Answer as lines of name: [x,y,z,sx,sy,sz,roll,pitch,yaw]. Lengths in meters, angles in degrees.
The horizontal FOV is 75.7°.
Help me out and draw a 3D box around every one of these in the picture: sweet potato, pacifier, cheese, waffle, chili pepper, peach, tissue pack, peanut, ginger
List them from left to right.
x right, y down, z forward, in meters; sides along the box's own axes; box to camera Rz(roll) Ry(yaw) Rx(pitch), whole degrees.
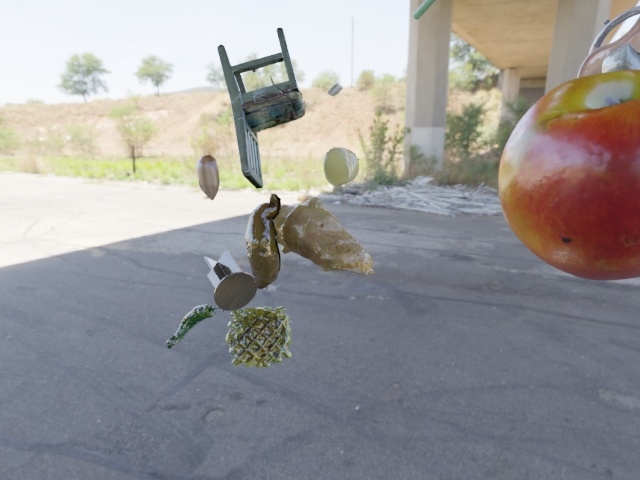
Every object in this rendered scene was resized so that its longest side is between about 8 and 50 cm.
chili pepper: [-0.494,0.313,1.621,0.279,0.065,0.122,-39,31,11]
peanut: [-0.371,-0.208,1.370,0.076,0.152,0.076,-3,12,1]
waffle: [-0.207,0.327,1.394,0.224,0.203,0.054,-2,-14,-13]
sweet potato: [-0.155,0.023,1.126,0.098,0.309,0.124,5,24,0]
ginger: [0.000,0.000,1.142,0.354,0.189,0.126,36,10,19]
tissue pack: [0.062,-0.619,1.695,0.056,0.023,0.108,-39,5,21]
cheese: [0.071,-0.244,1.351,0.094,0.123,0.167,1,11,14]
peach: [0.523,-0.103,0.744,0.389,0.388,0.388,0,15,0]
pacifier: [0.831,-0.456,1.070,0.332,0.220,0.273,-41,16,52]

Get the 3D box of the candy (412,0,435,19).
candy: [0.197,-0.351,0.451,0.084,0.078,0.288,9,-20,-28]

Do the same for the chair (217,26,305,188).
chair: [-0.101,-0.261,0.842,0.147,0.270,0.136,-14,-7,3]

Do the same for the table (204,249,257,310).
table: [-0.368,0.141,1.606,0.167,0.167,0.227,-9,31,-30]
